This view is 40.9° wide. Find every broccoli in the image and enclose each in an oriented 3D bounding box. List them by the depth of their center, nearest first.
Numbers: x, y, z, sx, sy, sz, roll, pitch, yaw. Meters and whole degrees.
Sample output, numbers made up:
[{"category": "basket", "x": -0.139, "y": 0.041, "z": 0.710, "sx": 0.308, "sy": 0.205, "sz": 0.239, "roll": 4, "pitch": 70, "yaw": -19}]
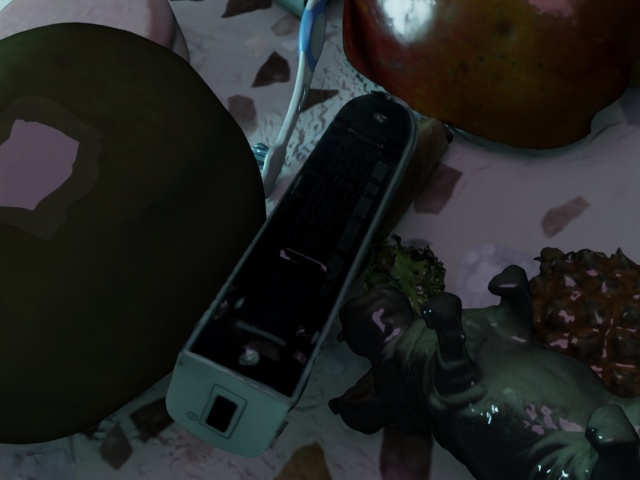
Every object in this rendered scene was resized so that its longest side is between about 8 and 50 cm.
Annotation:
[{"category": "broccoli", "x": 0.074, "y": 0.039, "z": 0.774, "sx": 0.095, "sy": 0.092, "sz": 0.097, "roll": 12, "pitch": 73, "yaw": 41}]

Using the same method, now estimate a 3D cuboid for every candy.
[{"category": "candy", "x": -0.269, "y": -0.201, "z": 0.985, "sx": 0.255, "sy": 0.094, "sz": 0.255, "roll": -5, "pitch": 58, "yaw": 8}]

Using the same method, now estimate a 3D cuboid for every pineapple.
[{"category": "pineapple", "x": 0.222, "y": 0.082, "z": 0.683, "sx": 0.166, "sy": 0.166, "sz": 0.193, "roll": -20, "pitch": 55, "yaw": -1}]

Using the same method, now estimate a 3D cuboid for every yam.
[{"category": "yam", "x": 0.050, "y": -0.018, "z": 0.842, "sx": 0.046, "sy": 0.046, "sz": 0.264, "roll": 26, "pitch": 66, "yaw": 24}]

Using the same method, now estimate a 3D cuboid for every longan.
[{"category": "longan", "x": -0.221, "y": -0.001, "z": 0.733, "sx": 0.360, "sy": 0.361, "sz": 0.361, "roll": -5, "pitch": 58, "yaw": 8}]

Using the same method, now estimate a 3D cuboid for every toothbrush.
[{"category": "toothbrush", "x": -0.003, "y": -0.226, "z": 0.907, "sx": 0.040, "sy": 0.040, "sz": 0.386, "roll": 20, "pitch": 89, "yaw": 21}]

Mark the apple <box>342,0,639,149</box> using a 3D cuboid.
[{"category": "apple", "x": 0.212, "y": -0.270, "z": 0.921, "sx": 0.365, "sy": 0.295, "sz": 0.329, "roll": 48, "pitch": 115, "yaw": 31}]

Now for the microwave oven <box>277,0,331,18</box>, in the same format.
[{"category": "microwave oven", "x": 0.011, "y": -0.388, "z": 1.005, "sx": 0.122, "sy": 0.162, "sz": 0.208, "roll": 39, "pitch": 71, "yaw": 20}]

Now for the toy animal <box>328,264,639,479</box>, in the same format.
[{"category": "toy animal", "x": 0.110, "y": 0.102, "z": 0.608, "sx": 0.106, "sy": 0.168, "sz": 0.343, "roll": -22, "pitch": 20, "yaw": -26}]

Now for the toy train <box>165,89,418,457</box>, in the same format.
[{"category": "toy train", "x": 0.000, "y": 0.000, "z": 0.724, "sx": 0.086, "sy": 0.088, "sz": 0.407, "roll": 25, "pitch": 41, "yaw": 4}]
